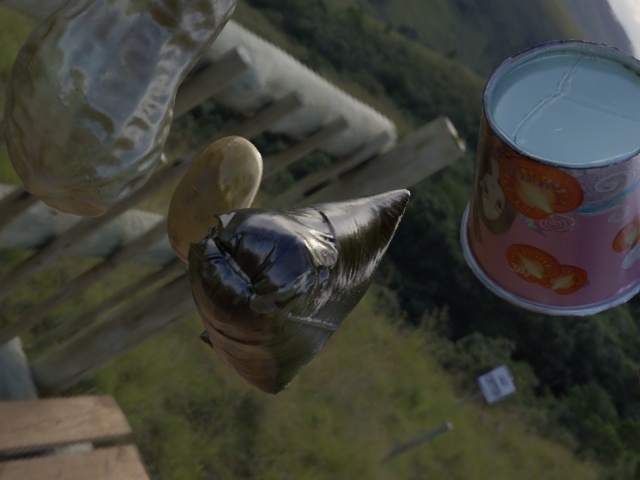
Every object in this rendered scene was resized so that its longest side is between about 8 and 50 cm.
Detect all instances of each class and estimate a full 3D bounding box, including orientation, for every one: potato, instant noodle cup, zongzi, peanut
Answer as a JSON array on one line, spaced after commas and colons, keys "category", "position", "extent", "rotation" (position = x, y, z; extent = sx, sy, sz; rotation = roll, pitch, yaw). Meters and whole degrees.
[{"category": "potato", "position": [-0.175, -0.066, 1.763], "extent": [0.146, 0.233, 0.150], "rotation": [3, 26, -42]}, {"category": "instant noodle cup", "position": [0.278, -0.076, 1.184], "extent": [0.231, 0.243, 0.243], "rotation": [81, -7, -52]}, {"category": "zongzi", "position": [0.000, 0.000, 1.061], "extent": [0.134, 0.288, 0.286], "rotation": [44, -15, 14]}, {"category": "peanut", "position": [-0.141, -0.154, 0.772], "extent": [0.120, 0.298, 0.136], "rotation": [32, 11, 12]}]

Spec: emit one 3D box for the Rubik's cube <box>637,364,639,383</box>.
[{"category": "Rubik's cube", "position": [0.642, 0.208, 1.607], "extent": [0.319, 0.319, 0.264], "rotation": [-32, 105, -76]}]
